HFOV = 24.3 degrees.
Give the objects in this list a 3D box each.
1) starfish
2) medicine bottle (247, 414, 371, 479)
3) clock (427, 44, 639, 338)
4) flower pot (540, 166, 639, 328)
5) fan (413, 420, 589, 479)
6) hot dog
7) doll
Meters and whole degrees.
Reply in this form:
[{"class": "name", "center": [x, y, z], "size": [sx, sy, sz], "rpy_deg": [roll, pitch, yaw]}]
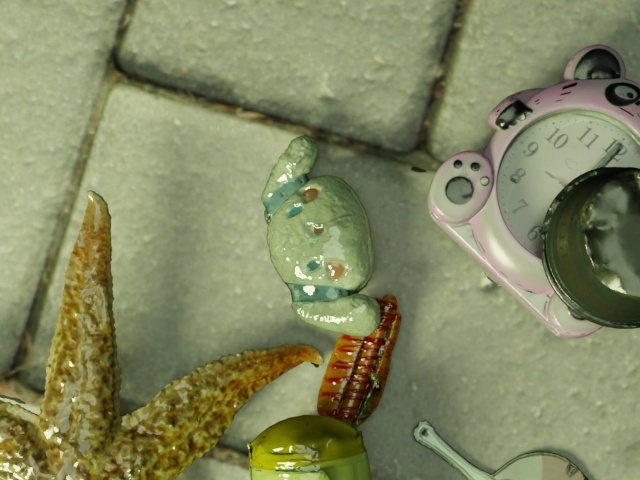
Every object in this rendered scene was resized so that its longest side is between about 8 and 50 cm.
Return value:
[{"class": "starfish", "center": [-0.209, 0.195, 1.446], "size": [0.398, 0.132, 0.384], "rpy_deg": [35, 82, 2]}, {"class": "medicine bottle", "center": [-0.003, 0.285, 1.410], "size": [0.124, 0.124, 0.239], "rpy_deg": [-8, 90, 2]}, {"class": "clock", "center": [0.253, -0.052, 1.463], "size": [0.227, 0.090, 0.248], "rpy_deg": [44, 86, 5]}, {"class": "flower pot", "center": [0.289, 0.001, 1.360], "size": [0.157, 0.107, 0.157], "rpy_deg": [0, 84, -4]}, {"class": "fan", "center": [0.181, 0.258, 1.471], "size": [0.227, 0.008, 0.152], "rpy_deg": [38, 88, 5]}, {"class": "hot dog", "center": [0.041, 0.120, 1.477], "size": [0.062, 0.038, 0.144], "rpy_deg": [22, 85, 5]}, {"class": "doll", "center": [0.000, 0.000, 1.475], "size": [0.103, 0.071, 0.214], "rpy_deg": [-21, 77, 12]}]
